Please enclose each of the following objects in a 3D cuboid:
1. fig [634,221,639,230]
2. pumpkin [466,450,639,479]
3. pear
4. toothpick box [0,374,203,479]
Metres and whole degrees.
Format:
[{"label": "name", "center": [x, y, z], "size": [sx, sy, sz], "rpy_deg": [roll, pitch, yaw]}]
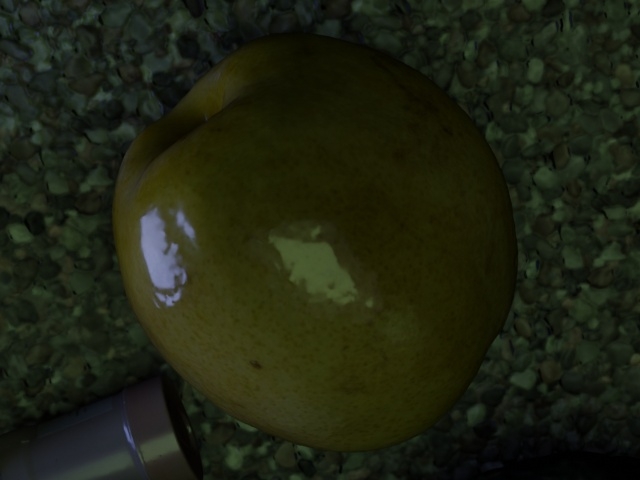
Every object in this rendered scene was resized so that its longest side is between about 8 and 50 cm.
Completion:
[{"label": "fig", "center": [0.354, 0.026, 1.277], "size": [0.166, 0.093, 0.093], "rpy_deg": [17, 102, -12]}, {"label": "pumpkin", "center": [0.223, 0.400, 1.231], "size": [0.454, 0.344, 0.454], "rpy_deg": [0, 94, -4]}, {"label": "pear", "center": [0.000, 0.000, 1.142], "size": [0.314, 0.314, 0.314], "rpy_deg": [-1, 104, -4]}, {"label": "toothpick box", "center": [-0.185, 0.183, 1.272], "size": [0.149, 0.098, 0.098], "rpy_deg": [-20, 105, 1]}]
